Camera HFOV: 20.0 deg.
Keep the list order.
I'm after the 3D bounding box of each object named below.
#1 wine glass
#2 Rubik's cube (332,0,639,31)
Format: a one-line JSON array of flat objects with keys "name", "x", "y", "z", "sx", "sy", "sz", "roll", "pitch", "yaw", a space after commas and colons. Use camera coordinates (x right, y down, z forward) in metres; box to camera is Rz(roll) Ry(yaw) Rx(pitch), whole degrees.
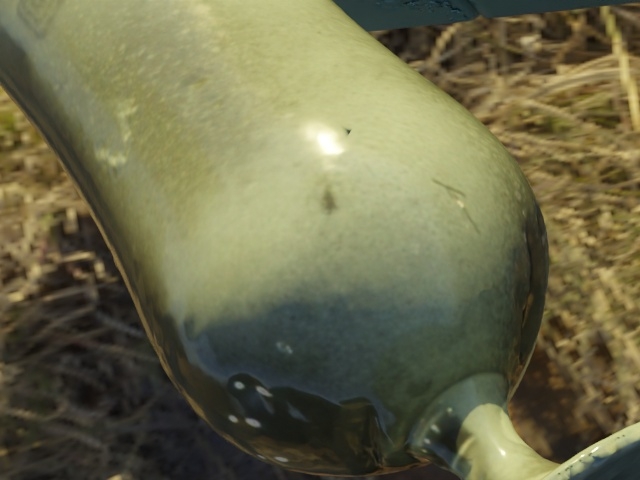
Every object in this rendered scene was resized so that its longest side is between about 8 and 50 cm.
[{"name": "wine glass", "x": 0.000, "y": 0.000, "z": 0.455, "sx": 0.103, "sy": 0.103, "sz": 0.231, "roll": -54, "pitch": 53, "yaw": 23}, {"name": "Rubik's cube", "x": 0.062, "y": -0.246, "z": 0.818, "sx": 0.231, "sy": 0.224, "sz": 0.221, "roll": -2, "pitch": 67, "yaw": 32}]
